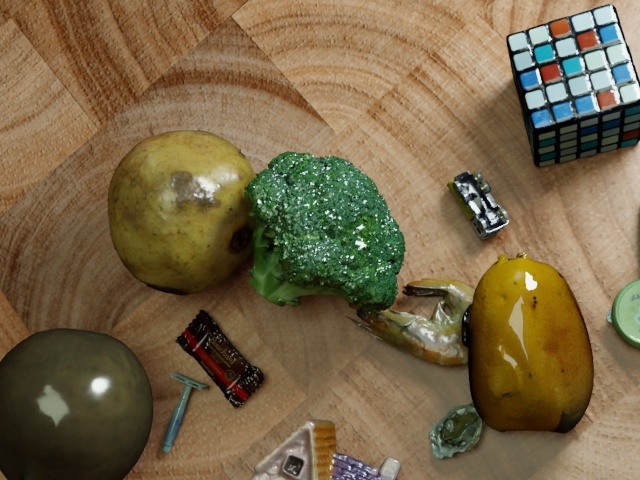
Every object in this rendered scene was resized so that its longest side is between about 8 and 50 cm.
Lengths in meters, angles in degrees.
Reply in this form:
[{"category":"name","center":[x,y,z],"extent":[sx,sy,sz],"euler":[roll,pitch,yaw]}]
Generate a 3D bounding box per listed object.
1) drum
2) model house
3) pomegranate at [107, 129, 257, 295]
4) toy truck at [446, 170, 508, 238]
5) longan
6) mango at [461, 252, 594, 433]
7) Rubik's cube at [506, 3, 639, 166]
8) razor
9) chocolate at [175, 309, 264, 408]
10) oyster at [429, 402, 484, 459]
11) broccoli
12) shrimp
[{"category":"drum","center":[0.507,0.053,1.691],"extent":[0.130,0.049,0.253],"euler":[-14,73,11]},{"category":"model house","center":[0.000,0.410,1.651],"extent":[0.237,0.202,0.237],"euler":[22,83,18]},{"category":"pomegranate","center":[-0.228,-0.045,1.787],"extent":[0.281,0.281,0.281],"euler":[-4,75,14]},{"category":"toy truck","center":[0.262,-0.062,1.778],"extent":[0.052,0.063,0.123],"euler":[-25,71,-16]},{"category":"longan","center":[-0.421,0.291,1.759],"extent":[0.297,0.297,0.297],"euler":[-4,75,14]},{"category":"mango","center":[0.326,0.160,1.656],"extent":[0.201,0.153,0.287],"euler":[-8,85,-25]},{"category":"Rubik's cube","center":[0.415,-0.247,1.720],"extent":[0.184,0.187,0.182],"euler":[-13,73,9]},{"category":"razor","center":[-0.247,0.303,1.836],"extent":[0.068,0.040,0.135],"euler":[19,88,19]},{"category":"chocolate","center":[-0.174,0.206,1.842],"extent":[0.182,0.028,0.086],"euler":[42,97,21]},{"category":"oyster","center":[0.226,0.307,1.715],"extent":[0.100,0.037,0.098],"euler":[-16,52,31]},{"category":"broccoli","center":[0.000,0.000,1.716],"extent":[0.308,0.308,0.275],"euler":[45,112,20]},{"category":"shrimp","center":[0.165,0.127,1.759],"extent":[0.249,0.068,0.150],"euler":[10,66,12]}]
